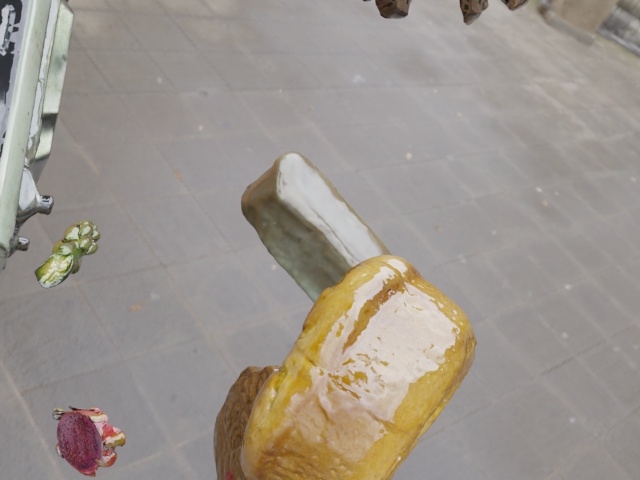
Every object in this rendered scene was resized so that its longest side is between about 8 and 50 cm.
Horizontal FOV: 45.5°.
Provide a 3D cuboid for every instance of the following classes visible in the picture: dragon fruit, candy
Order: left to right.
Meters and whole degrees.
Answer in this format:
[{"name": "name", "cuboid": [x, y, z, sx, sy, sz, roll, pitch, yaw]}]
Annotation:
[{"name": "dragon fruit", "cuboid": [-0.384, 0.332, 1.282, 0.126, 0.112, 0.068, 7, 8, 27]}, {"name": "candy", "cuboid": [0.000, 0.000, 0.997, 0.234, 0.104, 0.102, 46, 36, -10]}]

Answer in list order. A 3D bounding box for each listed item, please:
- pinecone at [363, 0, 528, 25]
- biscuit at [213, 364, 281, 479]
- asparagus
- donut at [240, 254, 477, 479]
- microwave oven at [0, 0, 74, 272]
[{"name": "pinecone", "cuboid": [0.023, -0.117, 0.175, 0.140, 0.121, 0.140, -14, 90, -71]}, {"name": "biscuit", "cuboid": [-0.097, 0.312, 1.101, 0.049, 0.273, 0.257, 8, 50, -27]}, {"name": "asparagus", "cuboid": [-0.493, 0.014, 1.535, 0.080, 0.080, 0.287, 24, 17, -10]}, {"name": "donut", "cuboid": [0.032, 0.120, 0.596, 0.114, 0.226, 0.227, 35, 35, 15]}, {"name": "microwave oven", "cuboid": [-0.368, -0.168, 0.721, 0.247, 0.333, 0.394, 10, 75, -23]}]
